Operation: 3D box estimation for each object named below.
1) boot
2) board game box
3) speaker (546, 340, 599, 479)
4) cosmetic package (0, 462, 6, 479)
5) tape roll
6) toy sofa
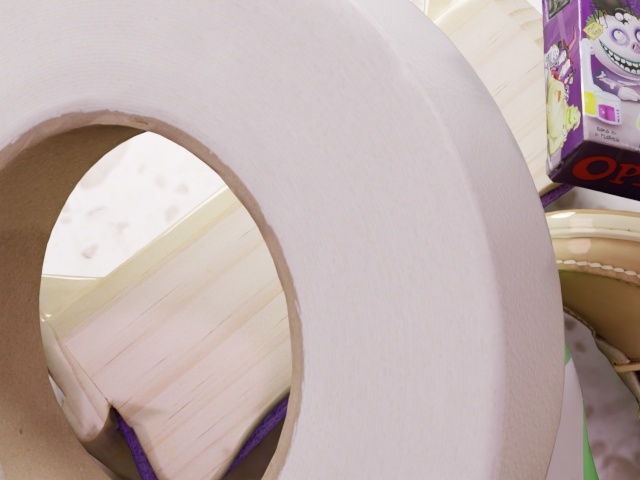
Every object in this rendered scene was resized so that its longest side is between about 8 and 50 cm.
[{"bbox_3d":[0.191,0.111,0.717,0.262,0.095,0.203,26,71,-29],"label":"boot"},{"bbox_3d":[0.289,-0.095,0.777,0.347,0.056,0.208,12,56,-16],"label":"board game box"},{"bbox_3d":[0.080,0.184,0.670,0.131,0.131,0.296,-8,98,3],"label":"speaker"},{"bbox_3d":[-0.221,0.150,0.589,0.129,0.153,0.296,-22,85,30],"label":"cosmetic package"},{"bbox_3d":[-0.081,0.045,0.625,0.392,0.072,0.392,3,96,30],"label":"tape roll"},{"bbox_3d":[0.000,0.000,0.804,0.362,0.150,0.177,-39,74,-10],"label":"toy sofa"}]
